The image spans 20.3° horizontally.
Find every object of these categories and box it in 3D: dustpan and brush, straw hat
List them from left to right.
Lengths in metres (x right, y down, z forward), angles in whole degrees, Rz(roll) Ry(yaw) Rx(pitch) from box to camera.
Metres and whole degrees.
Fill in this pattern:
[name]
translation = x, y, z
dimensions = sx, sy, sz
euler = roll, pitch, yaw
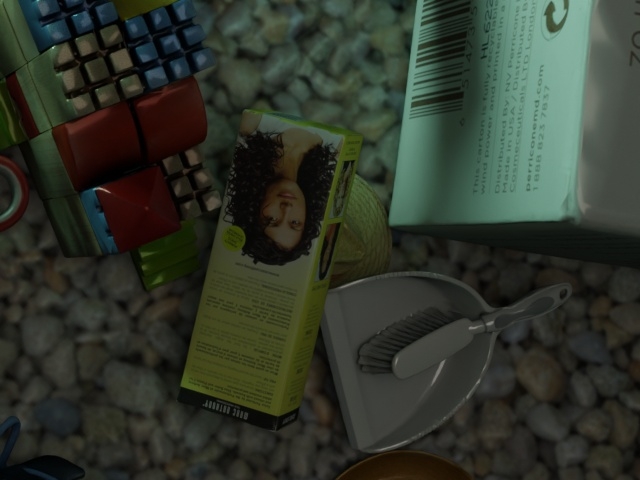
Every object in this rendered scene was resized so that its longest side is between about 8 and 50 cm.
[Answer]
[straw hat]
translation = 0.000, 0.000, 1.411
dimensions = 0.144, 0.061, 0.144
euler = 1, 88, -19
[dustpan and brush]
translation = 0.110, 0.073, 1.441
dimensions = 0.211, 0.060, 0.147
euler = -25, 111, -30

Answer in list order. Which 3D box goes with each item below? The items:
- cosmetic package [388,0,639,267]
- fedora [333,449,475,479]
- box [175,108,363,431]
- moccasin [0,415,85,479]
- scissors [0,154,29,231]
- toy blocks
[cosmetic package]
translation = 0.306, -0.142, 1.379
dimensions = 0.394, 0.327, 0.329
euler = 7, 86, -20
[fedora]
translation = 0.074, 0.266, 1.422
dimensions = 0.194, 0.079, 0.194
euler = 0, 90, -19
[box]
translation = -0.038, 0.022, 1.358
dimensions = 0.087, 0.058, 0.232
euler = 14, 99, 16
[moccasin]
translation = -0.216, 0.214, 1.310
dimensions = 0.342, 0.138, 0.116
euler = 31, 51, -34
[scissors]
translation = -0.326, 0.006, 1.190
dimensions = 0.297, 0.021, 0.109
euler = -36, 102, -19
[toy blocks]
translation = -0.165, -0.138, 1.252
dimensions = 0.191, 0.261, 0.381
euler = -23, 97, -18
